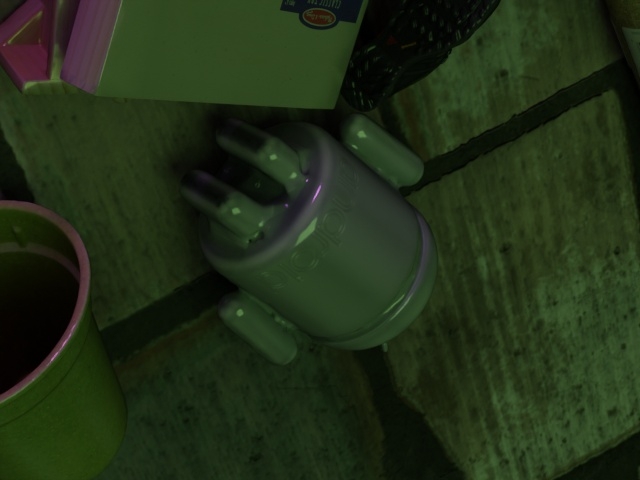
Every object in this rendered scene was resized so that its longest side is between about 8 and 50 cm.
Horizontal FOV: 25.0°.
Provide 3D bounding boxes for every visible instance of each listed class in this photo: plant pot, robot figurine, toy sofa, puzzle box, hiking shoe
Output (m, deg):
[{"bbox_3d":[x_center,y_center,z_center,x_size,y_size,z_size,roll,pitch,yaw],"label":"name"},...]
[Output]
[{"bbox_3d":[-0.330,0.143,1.546,0.276,0.276,0.254,-33,139,-10],"label":"plant pot"},{"bbox_3d":[0.000,0.000,1.668,0.353,0.200,0.300,37,89,-39],"label":"robot figurine"},{"bbox_3d":[-0.211,-0.326,1.392,0.177,0.150,0.362,-4,119,-28],"label":"toy sofa"},{"bbox_3d":[-0.072,-0.269,1.447,0.409,0.052,0.272,-4,115,-57],"label":"puzzle box"},{"bbox_3d":[0.118,-0.239,1.638,0.227,0.114,0.086,-36,91,27],"label":"hiking shoe"}]

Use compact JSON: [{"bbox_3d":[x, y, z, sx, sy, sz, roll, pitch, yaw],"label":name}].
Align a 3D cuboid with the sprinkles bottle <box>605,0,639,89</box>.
[{"bbox_3d":[0.451,-0.240,1.839,0.121,0.121,0.355,-37,129,-6],"label":"sprinkles bottle"}]
